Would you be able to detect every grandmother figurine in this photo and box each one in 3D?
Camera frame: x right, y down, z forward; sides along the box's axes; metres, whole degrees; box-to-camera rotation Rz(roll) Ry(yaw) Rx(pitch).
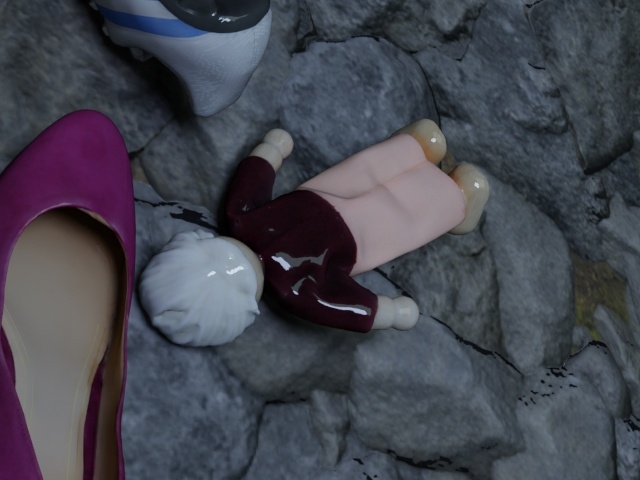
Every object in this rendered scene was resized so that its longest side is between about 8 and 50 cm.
[{"bbox_3d":[0.000,0.000,0.942,0.342,0.104,0.208,-23,56,-41],"label":"grandmother figurine"}]

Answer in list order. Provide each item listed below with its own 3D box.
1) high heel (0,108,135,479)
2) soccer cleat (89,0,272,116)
[{"bbox_3d":[-0.144,0.063,0.709,0.127,0.181,0.377,26,59,-37],"label":"high heel"},{"bbox_3d":[-0.168,-0.231,0.918,0.116,0.143,0.331,-28,64,-32],"label":"soccer cleat"}]
